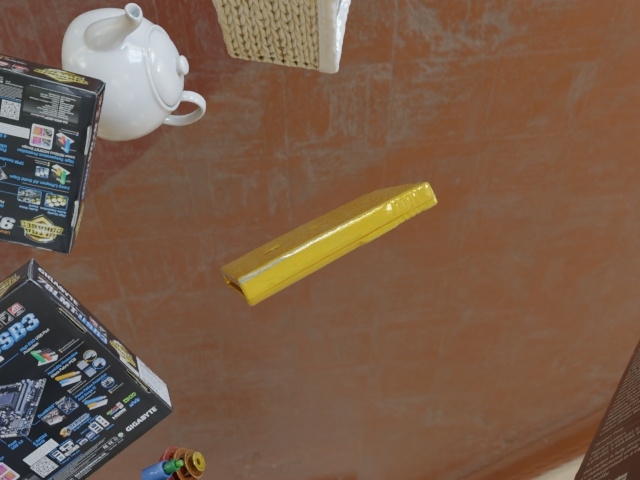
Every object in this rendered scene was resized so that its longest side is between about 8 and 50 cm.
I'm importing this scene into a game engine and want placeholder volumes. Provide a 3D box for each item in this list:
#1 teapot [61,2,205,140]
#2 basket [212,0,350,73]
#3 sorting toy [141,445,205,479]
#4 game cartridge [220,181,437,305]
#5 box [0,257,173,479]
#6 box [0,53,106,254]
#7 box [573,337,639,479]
[{"bbox_3d":[-0.326,-0.300,1.309,0.187,0.256,0.252,-6,113,10],"label":"teapot"},{"bbox_3d":[-0.065,-0.583,1.549,0.267,0.328,0.331,8,164,6],"label":"basket"},{"bbox_3d":[-0.138,0.236,0.702,0.042,0.102,0.061,-27,117,16],"label":"sorting toy"},{"bbox_3d":[0.000,0.000,1.184,0.324,0.285,0.052,-26,97,-11],"label":"game cartridge"},{"bbox_3d":[-0.406,0.220,0.985,0.295,0.073,0.293,-38,119,-1],"label":"box"},{"bbox_3d":[-0.332,-0.093,0.691,0.220,0.051,0.175,12,115,-13],"label":"box"},{"bbox_3d":[0.363,0.162,0.609,0.191,0.381,0.143,41,133,10],"label":"box"}]
